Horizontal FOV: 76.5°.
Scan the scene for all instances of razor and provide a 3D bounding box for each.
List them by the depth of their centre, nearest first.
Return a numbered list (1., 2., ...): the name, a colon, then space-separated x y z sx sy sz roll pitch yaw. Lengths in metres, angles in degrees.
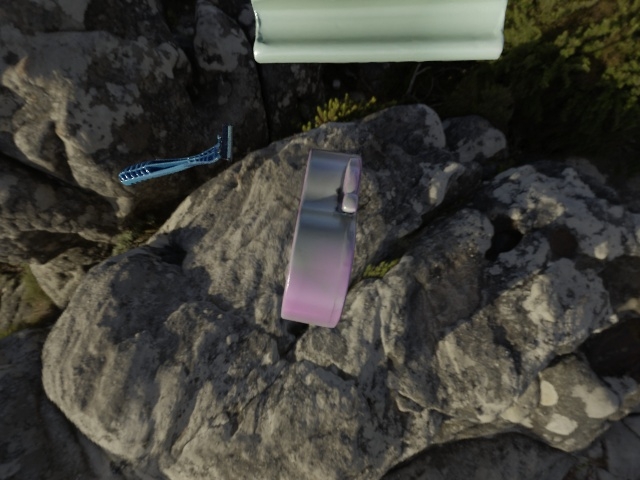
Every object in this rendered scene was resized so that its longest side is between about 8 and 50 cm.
1. razor: -0.273 -0.148 0.771 0.254 0.042 0.081 -13 67 15

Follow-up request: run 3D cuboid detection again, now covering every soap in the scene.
1. soap: 0.067 -0.261 0.485 0.266 0.159 0.087 3 116 8

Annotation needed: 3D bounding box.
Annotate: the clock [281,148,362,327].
1. clock: 0.000 0.000 0.768 0.102 0.338 0.338 9 82 -2
